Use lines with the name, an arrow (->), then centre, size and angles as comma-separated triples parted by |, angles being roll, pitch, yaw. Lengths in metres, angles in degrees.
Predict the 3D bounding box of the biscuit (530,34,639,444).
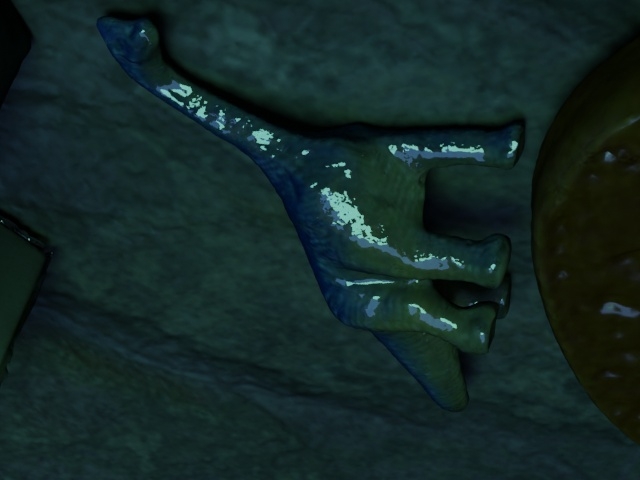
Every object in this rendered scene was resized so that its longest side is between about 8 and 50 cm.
biscuit -> 0.285, 0.010, 0.625 | 0.381, 0.074, 0.359 | -8, 135, 17

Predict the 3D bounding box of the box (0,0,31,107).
box -> -0.300, -0.116, 0.523 | 0.251, 0.204, 0.345 | -5, 135, 17

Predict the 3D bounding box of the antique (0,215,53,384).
antique -> -0.243, 0.047, 0.730 | 0.152, 0.148, 0.147 | 35, 131, -20

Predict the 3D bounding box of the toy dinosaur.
toy dinosaur -> 0.000, 0.000, 0.702 | 0.188, 0.075, 0.247 | 12, 144, 14
